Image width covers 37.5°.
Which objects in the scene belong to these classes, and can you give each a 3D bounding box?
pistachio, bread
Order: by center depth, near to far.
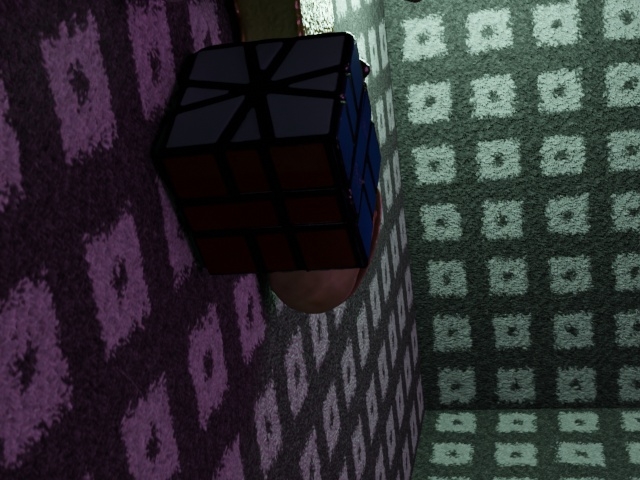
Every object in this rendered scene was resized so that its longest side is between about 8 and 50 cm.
[{"bbox_3d":[-0.075,-0.490,1.871,0.333,0.143,0.323,-70,155,-59],"label":"bread"},{"bbox_3d":[0.000,0.000,1.877,0.309,0.230,0.230,-61,178,20],"label":"pistachio"}]

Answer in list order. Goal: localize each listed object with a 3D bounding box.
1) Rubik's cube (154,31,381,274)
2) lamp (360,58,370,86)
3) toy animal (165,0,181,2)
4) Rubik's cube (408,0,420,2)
[{"bbox_3d":[-0.069,-0.138,1.507,0.283,0.293,0.288,76,15,-45],"label":"Rubik's cube"},{"bbox_3d":[0.003,-0.274,1.978,0.244,0.198,0.198,-52,158,-6],"label":"lamp"},{"bbox_3d":[-0.184,-0.474,1.351,0.325,0.154,0.208,-88,-178,-60],"label":"toy animal"},{"bbox_3d":[0.070,-0.666,1.619,0.347,0.346,0.344,-1,48,-43],"label":"Rubik's cube"}]
